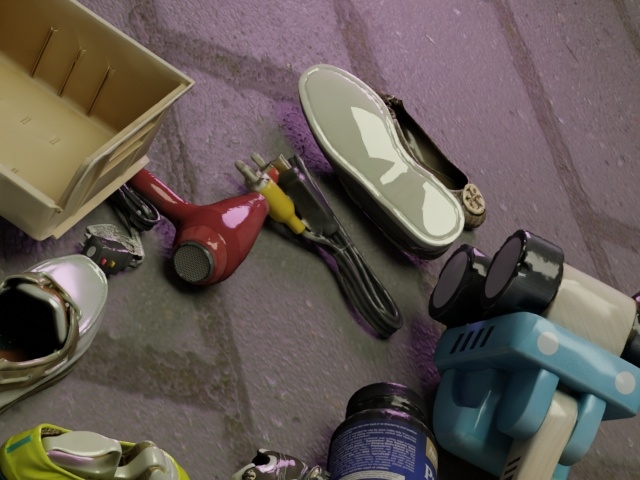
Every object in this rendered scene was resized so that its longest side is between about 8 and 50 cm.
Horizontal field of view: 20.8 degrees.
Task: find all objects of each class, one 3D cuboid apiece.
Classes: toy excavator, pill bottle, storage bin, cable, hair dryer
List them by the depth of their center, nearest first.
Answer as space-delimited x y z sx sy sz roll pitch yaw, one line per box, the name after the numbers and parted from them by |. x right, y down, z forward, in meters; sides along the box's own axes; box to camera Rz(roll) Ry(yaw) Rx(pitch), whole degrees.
-0.318 -0.154 1.861 0.262 0.123 0.260 35 32 4 | storage bin
0.065 0.261 1.887 0.122 0.123 0.219 33 35 -19 | pill bottle
-0.168 -0.046 1.997 0.293 0.080 0.224 12 45 -41 | hair dryer
0.244 0.228 1.998 0.222 0.433 0.445 27 74 -15 | toy excavator
0.000 0.000 2.185 0.287 0.072 0.139 55 15 -8 | cable

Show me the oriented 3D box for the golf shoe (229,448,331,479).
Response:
-0.063 0.284 1.778 0.094 0.077 0.198 31 29 3 | golf shoe

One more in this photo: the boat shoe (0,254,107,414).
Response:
-0.281 0.087 1.704 0.113 0.103 0.302 44 33 -4 | boat shoe

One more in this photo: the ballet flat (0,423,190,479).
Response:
-0.199 0.220 1.677 0.231 0.077 0.077 18 42 -37 | ballet flat

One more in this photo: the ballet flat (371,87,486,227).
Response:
0.148 -0.120 2.449 0.250 0.058 0.084 48 34 3 | ballet flat

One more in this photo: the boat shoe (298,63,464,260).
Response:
0.070 -0.100 2.312 0.109 0.091 0.305 -35 78 -20 | boat shoe
